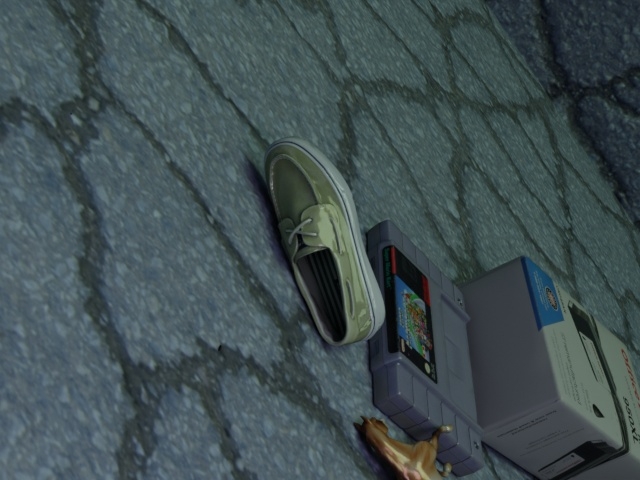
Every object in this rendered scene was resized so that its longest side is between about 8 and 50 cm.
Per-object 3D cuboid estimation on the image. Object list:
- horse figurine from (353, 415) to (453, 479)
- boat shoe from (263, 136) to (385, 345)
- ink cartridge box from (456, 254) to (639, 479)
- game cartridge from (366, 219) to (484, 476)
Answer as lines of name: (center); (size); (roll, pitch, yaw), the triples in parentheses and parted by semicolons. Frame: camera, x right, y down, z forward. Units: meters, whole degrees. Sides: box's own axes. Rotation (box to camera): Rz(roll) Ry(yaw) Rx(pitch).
horse figurine: (0.154, 0.348, 1.717); (0.174, 0.066, 0.263); (7, 60, -56)
boat shoe: (0.000, 0.000, 1.749); (0.302, 0.109, 0.094); (65, 27, 2)
ink cartridge box: (0.400, 0.248, 2.172); (0.395, 0.166, 0.285); (37, 35, -43)
game cartridge: (0.156, 0.153, 1.941); (0.230, 0.068, 0.355); (47, 28, -36)
